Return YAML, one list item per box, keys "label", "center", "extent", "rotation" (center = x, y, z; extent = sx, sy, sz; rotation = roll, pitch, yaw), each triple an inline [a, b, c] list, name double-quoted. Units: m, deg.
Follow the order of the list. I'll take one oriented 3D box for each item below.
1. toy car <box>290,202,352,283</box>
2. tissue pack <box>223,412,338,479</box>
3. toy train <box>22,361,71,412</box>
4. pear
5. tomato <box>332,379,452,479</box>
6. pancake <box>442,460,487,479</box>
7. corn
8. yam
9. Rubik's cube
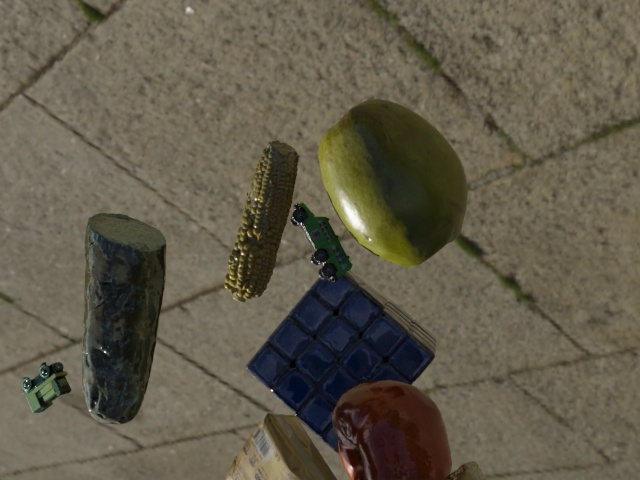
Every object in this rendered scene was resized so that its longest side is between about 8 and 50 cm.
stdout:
- label: "toy car"
  center: [0.000, 0.000, 1.705]
  extent: [0.165, 0.062, 0.071]
  rotation: [62, 172, 4]
- label: "tissue pack"
  center: [-0.063, 0.439, 1.593]
  extent: [0.090, 0.222, 0.186]
  rotation: [14, 113, -42]
- label: "toy train"
  center: [-0.585, 0.310, 1.940]
  extent: [0.122, 0.081, 0.050]
  rotation: [-35, 162, 25]
- label: "pear"
  center: [0.133, -0.107, 1.684]
  extent: [0.307, 0.253, 0.253]
  rotation: [50, 141, -4]
- label: "tomato"
  center: [0.130, 0.364, 1.618]
  extent: [0.179, 0.260, 0.260]
  rotation: [-12, 150, -15]
- label: "pancake"
  center: [0.083, 0.404, 0.994]
  extent: [0.082, 0.387, 0.387]
  rotation: [31, 148, 12]
- label: "corn"
  center: [-0.100, -0.026, 1.537]
  extent: [0.086, 0.086, 0.288]
  rotation: [17, 106, 3]
- label: "yam"
  center: [-0.315, 0.126, 1.430]
  extent: [0.133, 0.331, 0.133]
  rotation: [6, -177, 0]
- label: "Rubik's cube"
  center: [0.063, 0.282, 2.279]
  extent: [0.337, 0.344, 0.344]
  rotation: [41, -177, 6]
